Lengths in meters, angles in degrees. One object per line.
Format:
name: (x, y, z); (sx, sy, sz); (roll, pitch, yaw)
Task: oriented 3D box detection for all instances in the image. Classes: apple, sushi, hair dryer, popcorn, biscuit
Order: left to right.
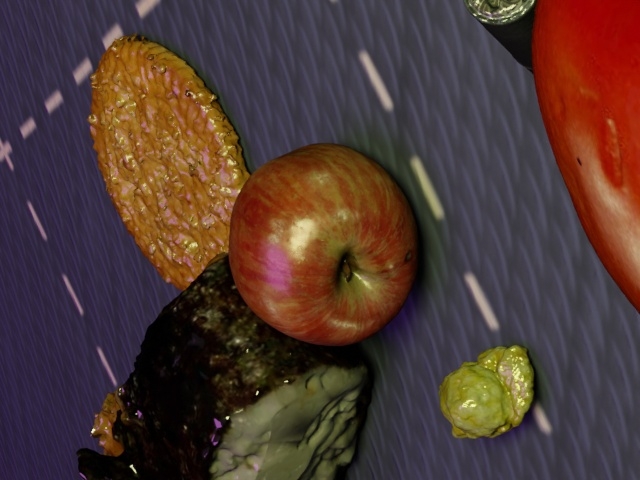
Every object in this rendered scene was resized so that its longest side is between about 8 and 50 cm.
biscuit: (-0.139, -0.062, 1.523); (0.254, 0.035, 0.254); (36, 139, 39)
sushi: (-0.097, 0.170, 1.440); (0.207, 0.234, 0.348); (48, 140, 27)
apple: (0.000, 0.000, 1.256); (0.131, 0.146, 0.146); (40, 142, 51)
popcorn: (0.123, 0.112, 1.220); (0.083, 0.068, 0.059); (-39, 86, 26)
hair dryer: (0.184, -0.088, 0.929); (0.195, 0.173, 0.050); (29, 95, 26)

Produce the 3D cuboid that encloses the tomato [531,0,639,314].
tomato: (0.227, -0.051, 0.750); (0.299, 0.226, 0.298); (14, 114, 34)
